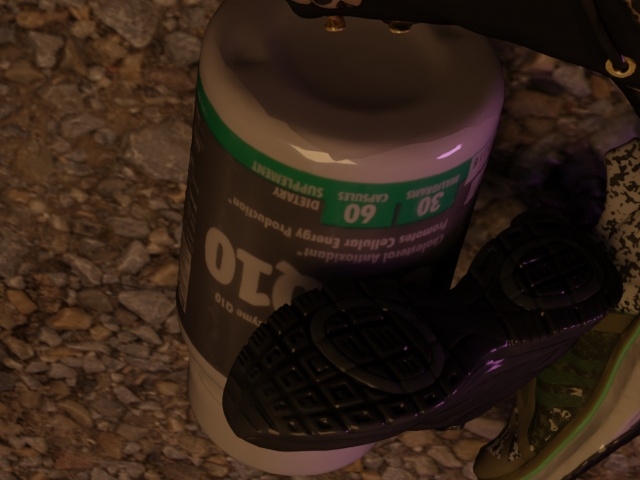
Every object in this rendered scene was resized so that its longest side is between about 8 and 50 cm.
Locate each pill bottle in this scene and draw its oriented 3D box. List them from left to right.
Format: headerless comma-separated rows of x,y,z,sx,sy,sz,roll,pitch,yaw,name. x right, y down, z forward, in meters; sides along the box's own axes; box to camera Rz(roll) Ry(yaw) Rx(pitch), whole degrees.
0.000,0.000,1.068,0.204,0.204,0.361,17,136,7,pill bottle

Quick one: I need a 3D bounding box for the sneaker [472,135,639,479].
0.208,0.059,1.122,0.182,0.158,0.410,55,145,17,sneaker

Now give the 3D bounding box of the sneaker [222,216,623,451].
0.067,0.085,0.958,0.109,0.286,0.130,60,151,29,sneaker

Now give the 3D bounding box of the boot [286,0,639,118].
0.138,-0.145,0.852,0.284,0.138,0.377,16,175,19,boot
